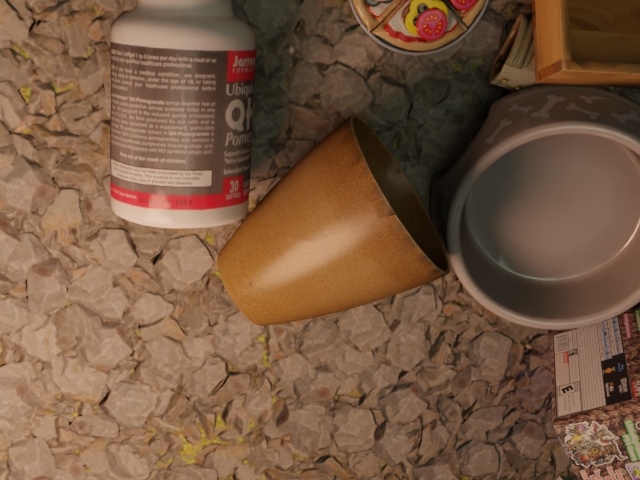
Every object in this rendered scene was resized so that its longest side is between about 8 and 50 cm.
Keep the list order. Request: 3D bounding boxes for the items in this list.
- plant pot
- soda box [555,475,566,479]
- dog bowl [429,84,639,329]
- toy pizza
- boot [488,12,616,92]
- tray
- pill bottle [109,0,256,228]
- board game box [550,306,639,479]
[{"bbox_3d":[0.000,0.000,1.160,0.254,0.237,0.237,-30,108,16],"label":"plant pot"},{"bbox_3d":[0.453,0.472,1.423,0.216,0.074,0.069,36,97,-16],"label":"soda box"},{"bbox_3d":[0.323,-0.031,1.196,0.349,0.102,0.348,3,117,5],"label":"dog bowl"},{"bbox_3d":[0.134,-0.346,1.169,0.201,0.032,0.201,-2,105,-9],"label":"toy pizza"},{"bbox_3d":[0.306,-0.191,1.218,0.165,0.077,0.213,15,109,-9],"label":"boot"},{"bbox_3d":[0.476,-0.304,1.163,0.411,0.076,0.202,0,85,-17],"label":"tray"},{"bbox_3d":[-0.169,-0.186,1.087,0.176,0.176,0.318,1,105,-10],"label":"pill bottle"},{"bbox_3d":[0.482,0.203,1.223,0.291,0.232,0.141,-20,111,22],"label":"board game box"}]
